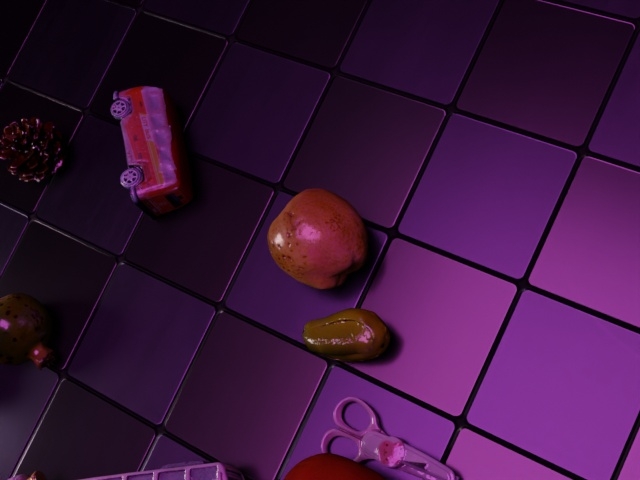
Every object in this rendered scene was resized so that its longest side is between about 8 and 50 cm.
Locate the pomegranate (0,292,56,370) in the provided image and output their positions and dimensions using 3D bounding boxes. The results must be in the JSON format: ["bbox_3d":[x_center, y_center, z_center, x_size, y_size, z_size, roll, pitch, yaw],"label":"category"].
[{"bbox_3d":[-0.593,0.176,1.819,0.169,0.122,0.143,35,60,29],"label":"pomegranate"}]

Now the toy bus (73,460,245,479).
[{"bbox_3d":[-0.289,0.468,1.630,0.343,0.097,0.138,-12,63,19],"label":"toy bus"}]

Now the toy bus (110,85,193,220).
[{"bbox_3d":[-0.328,-0.184,1.835,0.120,0.121,0.265,-17,68,7],"label":"toy bus"}]

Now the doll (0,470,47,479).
[{"bbox_3d":[-0.586,0.500,1.739,0.207,0.081,0.129,-35,98,9],"label":"doll"}]

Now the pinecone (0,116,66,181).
[{"bbox_3d":[-0.601,-0.194,1.938,0.140,0.121,0.140,-8,64,16],"label":"pinecone"}]

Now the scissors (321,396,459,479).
[{"bbox_3d":[0.117,0.347,1.541,0.242,0.030,0.118,18,81,29],"label":"scissors"}]

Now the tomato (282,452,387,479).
[{"bbox_3d":[0.017,0.465,1.464,0.260,0.180,0.259,-5,72,17],"label":"tomato"}]

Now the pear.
[{"bbox_3d":[0.000,0.000,1.631,0.178,0.178,0.178,-6,72,19],"label":"pear"}]

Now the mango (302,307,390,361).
[{"bbox_3d":[0.045,0.162,1.605,0.165,0.074,0.091,0,80,34],"label":"mango"}]
